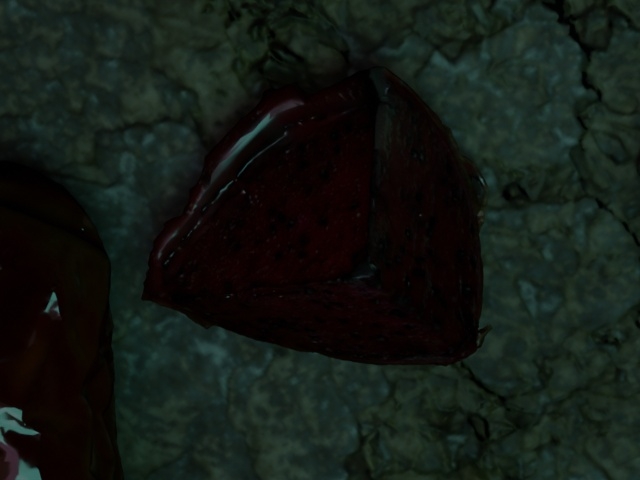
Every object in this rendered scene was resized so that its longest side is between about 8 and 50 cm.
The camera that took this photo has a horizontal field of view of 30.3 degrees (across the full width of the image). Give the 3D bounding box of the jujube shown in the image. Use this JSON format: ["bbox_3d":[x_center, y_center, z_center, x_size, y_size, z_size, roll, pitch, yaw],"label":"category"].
[{"bbox_3d":[-0.196,0.126,0.615,0.216,0.216,0.342,5,90,1],"label":"jujube"}]

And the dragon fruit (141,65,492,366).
[{"bbox_3d":[0.001,-0.002,0.636,0.161,0.120,0.127,-9,146,29],"label":"dragon fruit"}]

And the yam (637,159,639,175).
[{"bbox_3d":[0.202,-0.084,0.631,0.021,0.021,0.116,26,101,-3],"label":"yam"}]
